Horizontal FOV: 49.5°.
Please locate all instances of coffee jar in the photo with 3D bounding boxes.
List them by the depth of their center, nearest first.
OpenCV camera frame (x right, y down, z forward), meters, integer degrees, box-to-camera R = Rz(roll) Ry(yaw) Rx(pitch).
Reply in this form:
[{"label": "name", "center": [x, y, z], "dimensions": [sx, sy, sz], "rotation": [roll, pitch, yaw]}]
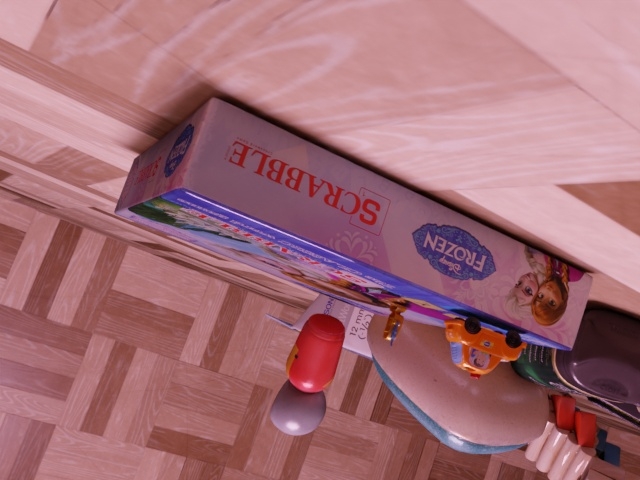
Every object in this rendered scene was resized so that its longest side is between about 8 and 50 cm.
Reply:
[{"label": "coffee jar", "center": [0.262, 0.115, 0.696], "dimensions": [0.096, 0.079, 0.184], "rotation": [19, 171, 2]}]

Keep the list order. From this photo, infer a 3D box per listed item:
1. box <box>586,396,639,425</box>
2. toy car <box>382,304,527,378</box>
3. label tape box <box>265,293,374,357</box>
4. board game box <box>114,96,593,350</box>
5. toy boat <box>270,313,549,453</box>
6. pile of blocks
[{"label": "box", "center": [0.489, 0.249, 0.922], "dimensions": [0.270, 0.060, 0.216], "rotation": [29, 176, 30]}, {"label": "toy car", "center": [0.098, 0.080, 0.533], "dimensions": [0.060, 0.040, 0.122], "rotation": [23, 169, -23]}, {"label": "label tape box", "center": [0.114, 0.162, 1.233], "dimensions": [0.348, 0.115, 0.249], "rotation": [16, 171, 39]}, {"label": "board game box", "center": [0.000, 0.000, 0.605], "dimensions": [0.319, 0.065, 0.318], "rotation": [23, 171, -21]}, {"label": "toy boat", "center": [0.096, 0.164, 0.839], "dimensions": [0.318, 0.148, 0.267], "rotation": [6, -154, -27]}, {"label": "pile of blocks", "center": [0.329, 0.232, 0.962], "dimensions": [0.149, 0.112, 0.362], "rotation": [-11, -139, -27]}]
